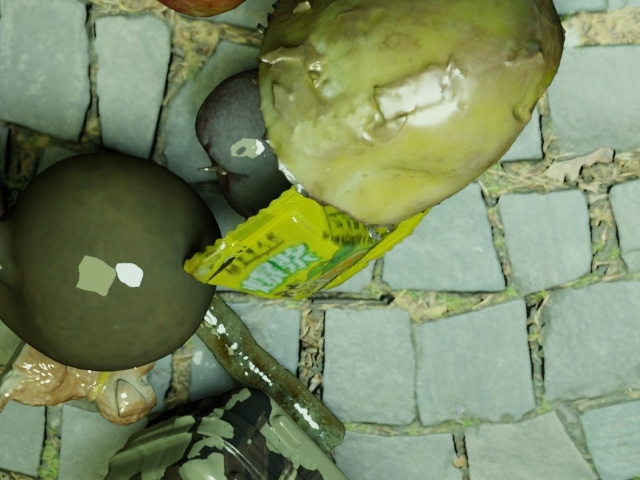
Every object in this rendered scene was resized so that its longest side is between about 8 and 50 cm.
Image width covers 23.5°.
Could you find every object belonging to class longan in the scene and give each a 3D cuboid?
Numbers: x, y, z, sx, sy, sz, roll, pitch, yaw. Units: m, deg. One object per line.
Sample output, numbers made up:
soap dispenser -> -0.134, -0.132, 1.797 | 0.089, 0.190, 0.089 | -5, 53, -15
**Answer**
longan -> -0.246, 0.025, 1.692 | 0.300, 0.300, 0.243 | -12, 74, 16

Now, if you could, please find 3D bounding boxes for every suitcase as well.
suitcase -> -0.098, 0.348, 1.889 | 0.351, 0.194, 0.339 | 49, 139, -15

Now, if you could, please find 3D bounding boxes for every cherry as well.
cherry -> -0.053, -0.113, 1.675 | 0.176, 0.140, 0.176 | -6, 113, -14

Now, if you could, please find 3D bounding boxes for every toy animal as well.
toy animal -> -0.296, 0.188, 1.856 | 0.185, 0.184, 0.104 | 37, 143, -18

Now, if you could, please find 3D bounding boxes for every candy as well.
candy -> 0.000, 0.000, 1.662 | 0.187, 0.297, 0.081 | -40, 65, 26

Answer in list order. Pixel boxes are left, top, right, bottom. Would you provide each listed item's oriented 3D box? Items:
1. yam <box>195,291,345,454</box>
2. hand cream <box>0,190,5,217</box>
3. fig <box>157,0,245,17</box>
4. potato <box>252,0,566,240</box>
yam -> -0.069, 0.164, 1.864 | 0.061, 0.061, 0.253 | -36, 105, 24
hand cream -> -0.400, -0.019, 1.839 | 0.067, 0.043, 0.210 | 3, 123, 8
fig -> -0.125, -0.330, 1.553 | 0.205, 0.205, 0.205 | 4, 118, 8
potato -> 0.115, -0.175, 1.520 | 0.237, 0.289, 0.301 | -23, 134, 39
